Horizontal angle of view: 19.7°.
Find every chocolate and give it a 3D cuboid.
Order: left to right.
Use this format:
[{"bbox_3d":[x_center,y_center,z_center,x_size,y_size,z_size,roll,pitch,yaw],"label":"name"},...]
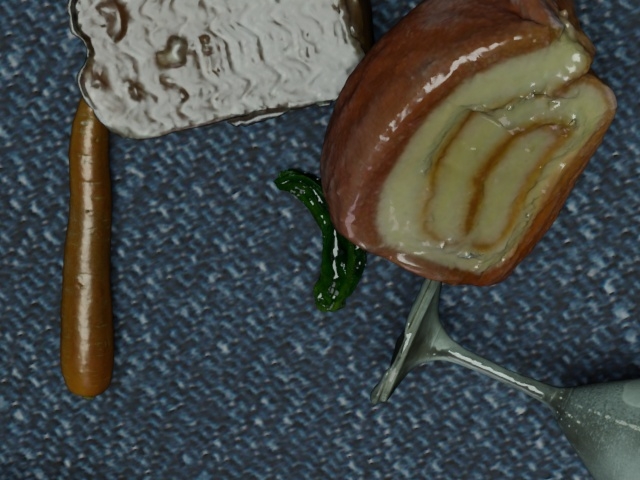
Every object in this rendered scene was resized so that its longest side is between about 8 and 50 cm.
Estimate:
[{"bbox_3d":[-0.071,-0.160,1.343,0.214,0.093,0.148,-8,102,8],"label":"chocolate"}]

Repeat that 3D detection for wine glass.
[{"bbox_3d":[0.164,0.114,1.364,0.232,0.156,0.156,24,106,5],"label":"wine glass"}]

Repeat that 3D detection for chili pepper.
[{"bbox_3d":[0.007,-0.003,1.406,0.055,0.035,0.118,-20,106,-5],"label":"chili pepper"}]

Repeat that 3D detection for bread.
[{"bbox_3d":[0.105,-0.082,1.282,0.190,0.123,0.244,13,121,-24],"label":"bread"}]

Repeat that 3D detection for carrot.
[{"bbox_3d":[-0.180,0.006,1.430,0.043,0.043,0.248,4,103,6],"label":"carrot"}]
